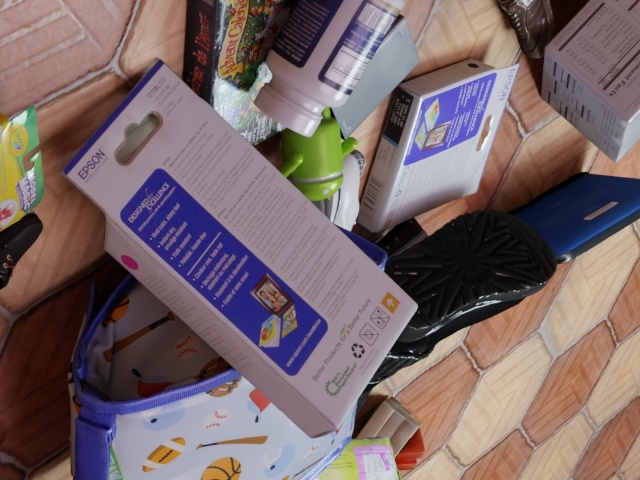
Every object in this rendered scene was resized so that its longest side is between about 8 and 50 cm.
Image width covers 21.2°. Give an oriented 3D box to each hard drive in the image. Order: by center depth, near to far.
[{"bbox_3d":[0.056,-0.189,1.975,0.135,0.022,0.094,-47,151,-12],"label":"hard drive"}]

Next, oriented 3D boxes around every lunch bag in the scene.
[{"bbox_3d":[-0.135,0.171,1.867,0.385,0.239,0.328,-42,150,-40],"label":"lunch bag"}]

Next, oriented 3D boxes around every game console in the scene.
[{"bbox_3d":[0.347,0.026,2.509,0.293,0.250,0.173,-28,116,-39],"label":"game console"}]

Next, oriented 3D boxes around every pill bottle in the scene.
[{"bbox_3d":[0.004,-0.193,1.721,0.169,0.094,0.094,-58,152,9],"label":"pill bottle"}]

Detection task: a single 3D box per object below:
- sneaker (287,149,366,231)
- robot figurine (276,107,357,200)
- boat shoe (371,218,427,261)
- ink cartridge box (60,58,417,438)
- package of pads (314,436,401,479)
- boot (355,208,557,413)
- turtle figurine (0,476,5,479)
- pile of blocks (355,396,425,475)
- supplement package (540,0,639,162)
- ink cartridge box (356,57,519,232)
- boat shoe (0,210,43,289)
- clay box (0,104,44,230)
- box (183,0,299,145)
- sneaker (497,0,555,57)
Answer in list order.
[{"bbox_3d":[0.000,0.000,2.044,0.095,0.090,0.235,-33,148,-50],"label":"sneaker"},{"bbox_3d":[-0.009,-0.096,1.910,0.101,0.067,0.115,-19,110,-44],"label":"robot figurine"},{"bbox_3d":[0.073,0.019,2.215,0.142,0.049,0.040,-35,104,-12],"label":"boat shoe"},{"bbox_3d":[-0.082,0.010,1.695,0.069,0.371,0.176,-26,-157,54],"label":"ink cartridge box"},{"bbox_3d":[-0.047,0.326,2.196,0.229,0.101,0.296,-20,166,28],"label":"package of pads"},{"bbox_3d":[0.124,0.100,2.209,0.348,0.131,0.260,-17,154,-39],"label":"boot"},{"bbox_3d":[-0.390,0.258,1.705,0.175,0.118,0.234,-11,147,-33],"label":"turtle figurine"},{"bbox_3d":[0.041,0.390,2.450,0.362,0.112,0.149,-50,171,-18],"label":"pile of blocks"},{"bbox_3d":[0.409,-0.243,2.228,0.204,0.145,0.262,-46,170,-2],"label":"supplement package"},{"bbox_3d":[0.149,-0.125,2.161,0.208,0.045,0.206,-21,138,-44],"label":"ink cartridge box"},{"bbox_3d":[-0.312,0.027,1.644,0.133,0.042,0.049,-46,149,-16],"label":"boat shoe"},{"bbox_3d":[-0.346,-0.037,1.507,0.222,0.053,0.127,-35,147,-32],"label":"clay box"},{"bbox_3d":[-0.067,-0.200,1.754,0.159,0.044,0.233,-32,145,-35],"label":"box"},{"bbox_3d":[0.245,-0.297,2.117,0.071,0.066,0.188,-24,138,-16],"label":"sneaker"}]
